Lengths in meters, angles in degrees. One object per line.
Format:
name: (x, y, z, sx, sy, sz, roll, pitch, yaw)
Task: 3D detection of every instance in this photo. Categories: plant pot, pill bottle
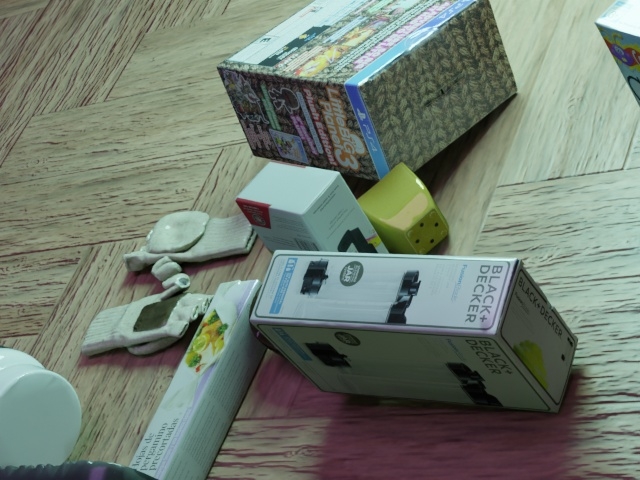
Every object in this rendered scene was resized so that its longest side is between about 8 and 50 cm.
plant pot: (0.104, -0.026, 1.890, 0.081, 0.081, 0.083, -42, 40, -8)
pill bottle: (-0.431, 0.204, 2.007, 0.283, 0.161, 0.161, 9, 54, 46)

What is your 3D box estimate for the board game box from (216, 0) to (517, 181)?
board game box: (0.057, -0.206, 2.045, 0.232, 0.141, 0.291, -38, 31, -27)

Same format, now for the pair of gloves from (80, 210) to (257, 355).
pair of gloves: (-0.199, 0.047, 2.098, 0.204, 0.042, 0.240, -5, 44, 38)

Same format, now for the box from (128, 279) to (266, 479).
box: (-0.137, 0.185, 1.857, 0.063, 0.067, 0.324, -7, 44, 37)

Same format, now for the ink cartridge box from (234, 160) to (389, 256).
ink cartridge box: (0.000, 0.000, 1.862, 0.127, 0.175, 0.072, 13, 54, 48)

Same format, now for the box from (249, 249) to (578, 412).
box: (0.095, 0.091, 1.640, 0.290, 0.169, 0.087, 2, 59, 33)

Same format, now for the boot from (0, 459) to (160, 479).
boot: (-0.325, 0.456, 1.613, 0.367, 0.146, 0.445, -23, 50, 57)

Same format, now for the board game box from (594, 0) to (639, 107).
board game box: (0.412, -0.145, 1.582, 0.142, 0.275, 0.144, -44, 34, -11)

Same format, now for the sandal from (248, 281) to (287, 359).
sandal: (-0.001, 0.112, 1.840, 0.219, 0.060, 0.090, 30, 76, 38)
